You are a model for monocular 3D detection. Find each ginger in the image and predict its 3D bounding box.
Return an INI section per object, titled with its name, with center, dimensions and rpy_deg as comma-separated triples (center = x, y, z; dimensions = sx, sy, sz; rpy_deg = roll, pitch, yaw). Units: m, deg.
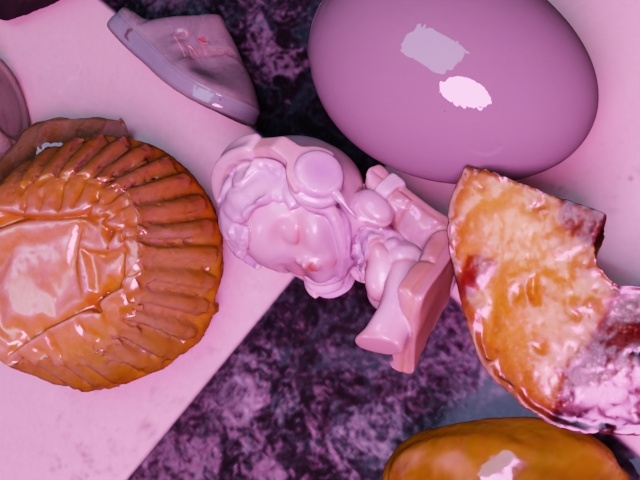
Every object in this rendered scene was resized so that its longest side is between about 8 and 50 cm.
[ginger]
center = -0.267, -0.059, 1.113
dimensions = 0.095, 0.069, 0.190
rpy_deg = 44, 94, -7

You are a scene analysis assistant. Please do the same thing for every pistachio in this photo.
[pistachio]
center = 0.127, 0.183, 0.842
dimensions = 0.189, 0.110, 0.100
rpy_deg = -3, 42, 24

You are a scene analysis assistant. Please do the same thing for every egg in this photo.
[egg]
center = 0.106, -0.132, 0.906
dimensions = 0.232, 0.176, 0.176
rpy_deg = 19, 83, 21

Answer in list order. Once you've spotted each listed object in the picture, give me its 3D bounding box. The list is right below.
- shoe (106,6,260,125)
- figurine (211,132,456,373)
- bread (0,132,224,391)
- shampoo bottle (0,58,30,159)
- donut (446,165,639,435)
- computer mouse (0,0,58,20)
[shoe]
center = -0.121, -0.181, 1.077
dimensions = 0.195, 0.079, 0.078
rpy_deg = 36, 98, 32
[figurine]
center = 0.002, -0.003, 0.928
dimensions = 0.236, 0.162, 0.141
rpy_deg = 32, 59, 17
[bread]
center = -0.202, 0.017, 1.009
dimensions = 0.240, 0.139, 0.240
rpy_deg = -1, 84, 14
[shampoo bottle]
center = -0.418, -0.095, 1.181
dimensions = 0.234, 0.087, 0.118
rpy_deg = -25, 67, 16
[donut]
center = 0.221, 0.070, 0.831
dimensions = 0.295, 0.112, 0.151
rpy_deg = 23, 92, 27
[computer mouse]
center = -0.271, -0.341, 1.182
dimensions = 0.269, 0.100, 0.170
rpy_deg = -18, 70, 19
